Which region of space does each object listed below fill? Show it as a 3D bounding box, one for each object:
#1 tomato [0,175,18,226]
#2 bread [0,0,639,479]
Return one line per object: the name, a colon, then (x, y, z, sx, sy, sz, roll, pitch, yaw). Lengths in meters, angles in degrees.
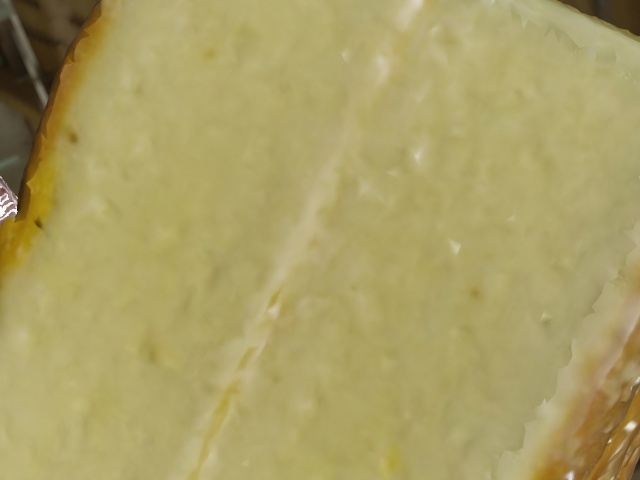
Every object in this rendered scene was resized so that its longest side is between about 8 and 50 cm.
tomato: (-0.278, 0.041, 1.092, 0.112, 0.199, 0.228, 155, -78, -75)
bread: (0.026, 0.026, 0.594, 0.207, 0.279, 0.279, 29, -75, 14)
